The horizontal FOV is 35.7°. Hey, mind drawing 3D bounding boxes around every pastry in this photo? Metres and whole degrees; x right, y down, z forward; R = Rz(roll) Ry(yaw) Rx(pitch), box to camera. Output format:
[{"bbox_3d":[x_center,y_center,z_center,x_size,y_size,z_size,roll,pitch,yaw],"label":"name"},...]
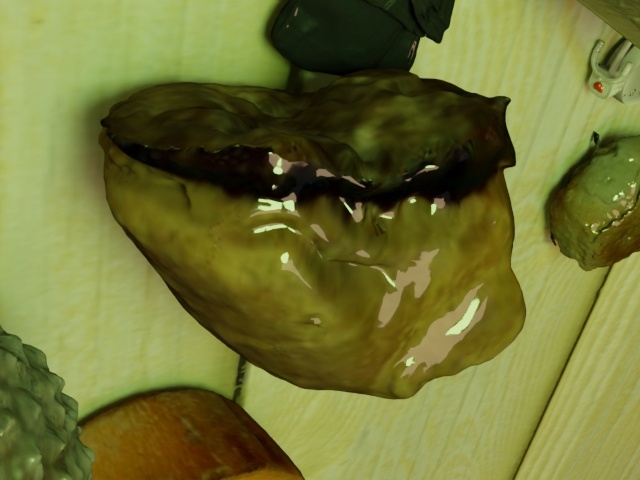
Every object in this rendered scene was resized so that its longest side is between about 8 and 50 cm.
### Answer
[{"bbox_3d":[0.294,-0.037,0.966,0.153,0.081,0.153,-27,140,-25],"label":"pastry"}]

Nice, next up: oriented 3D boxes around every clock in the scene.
[{"bbox_3d":[0.282,-0.174,0.855,0.087,0.041,0.129,-15,140,-35],"label":"clock"}]

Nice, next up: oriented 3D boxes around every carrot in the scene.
[{"bbox_3d":[-0.142,0.258,0.869,0.258,0.100,0.307,-13,139,-28],"label":"carrot"}]

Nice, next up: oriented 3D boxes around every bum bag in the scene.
[{"bbox_3d":[0.062,-0.206,0.619,0.123,0.060,0.248,3,127,-43],"label":"bum bag"}]

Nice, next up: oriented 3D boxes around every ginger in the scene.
[{"bbox_3d":[-0.003,-0.001,0.644,0.269,0.200,0.223,-15,121,-26],"label":"ginger"}]

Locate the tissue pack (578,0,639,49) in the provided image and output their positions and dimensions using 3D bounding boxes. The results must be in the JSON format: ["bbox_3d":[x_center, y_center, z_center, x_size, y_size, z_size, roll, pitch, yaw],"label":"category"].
[{"bbox_3d":[0.278,-0.248,0.599,0.200,0.167,0.274,29,95,-24],"label":"tissue pack"}]

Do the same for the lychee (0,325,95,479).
[{"bbox_3d":[-0.259,0.165,0.527,0.300,0.300,0.300,-23,139,-22],"label":"lychee"}]
